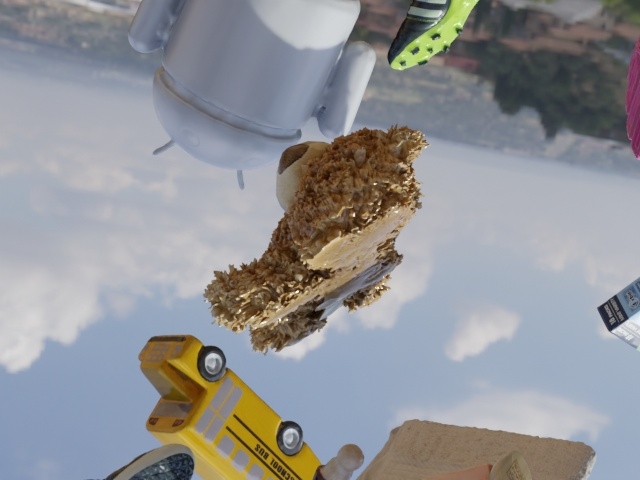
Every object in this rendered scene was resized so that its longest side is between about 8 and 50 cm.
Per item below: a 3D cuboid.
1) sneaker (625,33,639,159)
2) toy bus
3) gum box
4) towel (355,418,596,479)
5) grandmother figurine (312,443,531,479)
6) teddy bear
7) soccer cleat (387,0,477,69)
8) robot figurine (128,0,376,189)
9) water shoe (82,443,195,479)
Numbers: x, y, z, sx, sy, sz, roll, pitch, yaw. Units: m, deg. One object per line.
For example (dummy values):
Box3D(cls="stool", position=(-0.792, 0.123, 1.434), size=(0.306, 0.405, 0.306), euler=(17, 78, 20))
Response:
Box3D(cls="sneaker", position=(0.324, -0.075, 0.892), size=(0.111, 0.103, 0.252), euler=(-13, -125, -17))
Box3D(cls="toy bus", position=(-0.133, 0.275, 1.666), size=(0.108, 0.130, 0.333), euler=(-5, 136, 49))
Box3D(cls="gum box", position=(0.426, 0.063, 1.290), size=(0.157, 0.184, 0.041), euler=(30, -151, -38))
Box3D(cls="towel", position=(0.175, 0.293, 1.412), size=(0.282, 0.049, 0.187), euler=(0, -150, 35))
Box3D(cls="grandmother figurine", position=(0.058, 0.307, 1.196), size=(0.342, 0.208, 0.104), euler=(-24, 177, 28))
Box3D(cls="teddy bear", position=(0.000, 0.000, 1.089), size=(0.113, 0.245, 0.338), euler=(56, 179, 16))
Box3D(cls="soccer cleat", position=(0.121, -0.245, 1.188), size=(0.060, 0.072, 0.179), euler=(-7, 152, -38))
Box3D(cls="robot figurine", position=(-0.082, -0.234, 1.435), size=(0.300, 0.353, 0.200), euler=(26, -160, -3))
Box3D(cls="water shoe", position=(-0.232, 0.274, 1.256), size=(0.203, 0.073, 0.080), euler=(-35, -142, -18))
